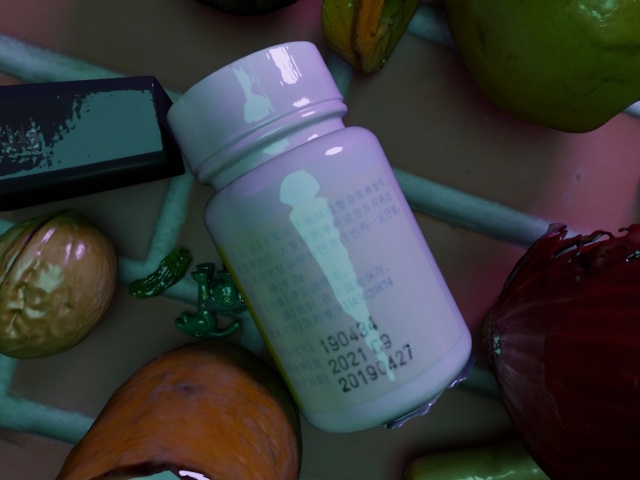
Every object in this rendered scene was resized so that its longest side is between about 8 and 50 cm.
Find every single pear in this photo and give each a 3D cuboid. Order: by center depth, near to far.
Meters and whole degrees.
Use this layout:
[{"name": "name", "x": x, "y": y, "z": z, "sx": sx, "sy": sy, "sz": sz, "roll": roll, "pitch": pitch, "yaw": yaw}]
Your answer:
[{"name": "pear", "x": 0.265, "y": -0.277, "z": 0.575, "sx": 0.252, "sy": 0.253, "sz": 0.307, "roll": -37, "pitch": 83, "yaw": -3}]

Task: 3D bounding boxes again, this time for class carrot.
[{"name": "carrot", "x": -0.127, "y": 0.228, "z": 0.506, "sx": 0.224, "sy": 0.340, "sz": 0.224, "roll": 0, "pitch": 92, "yaw": -4}]

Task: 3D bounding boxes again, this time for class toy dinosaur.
[{"name": "toy dinosaur", "x": -0.119, "y": 0.078, "z": 0.649, "sx": 0.132, "sy": 0.059, "sz": 0.096, "roll": -1, "pitch": 104, "yaw": 1}]

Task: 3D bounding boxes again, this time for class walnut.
[{"name": "walnut", "x": -0.309, "y": 0.049, "z": 0.587, "sx": 0.144, "sy": 0.144, "sz": 0.180, "roll": 24, "pitch": 85, "yaw": -5}]

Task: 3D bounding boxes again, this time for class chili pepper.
[{"name": "chili pepper", "x": -0.199, "y": 0.043, "z": 0.653, "sx": 0.091, "sy": 0.034, "sz": 0.030, "roll": -39, "pitch": 61, "yaw": -2}]

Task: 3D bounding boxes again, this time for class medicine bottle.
[{"name": "medicine bottle", "x": 0.000, "y": 0.000, "z": 0.573, "sx": 0.213, "sy": 0.213, "sz": 0.379, "roll": -26, "pitch": 94, "yaw": -3}]

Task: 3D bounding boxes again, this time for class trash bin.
[{"name": "trash bin", "x": -0.279, "y": -0.105, "z": 0.573, "sx": 0.225, "sy": 0.165, "sz": 0.115, "roll": -9, "pitch": 92, "yaw": -7}]

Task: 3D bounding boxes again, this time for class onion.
[{"name": "onion", "x": 0.329, "y": 0.130, "z": 0.536, "sx": 0.340, "sy": 0.341, "sz": 0.342, "roll": 0, "pitch": 92, "yaw": -5}]

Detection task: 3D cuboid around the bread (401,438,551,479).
[{"name": "bread", "x": 0.248, "y": 0.325, "z": 0.665, "sx": 0.304, "sy": 0.091, "sz": 0.142, "roll": -6, "pitch": 85, "yaw": -4}]

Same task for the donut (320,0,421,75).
[{"name": "donut", "x": 0.065, "y": -0.290, "z": 0.601, "sx": 0.065, "sy": 0.162, "sz": 0.178, "roll": 28, "pitch": 80, "yaw": 19}]

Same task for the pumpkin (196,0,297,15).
[{"name": "pumpkin", "x": -0.080, "y": -0.370, "z": 0.580, "sx": 0.237, "sy": 0.159, "sz": 0.238, "roll": 1, "pitch": 75, "yaw": -4}]
